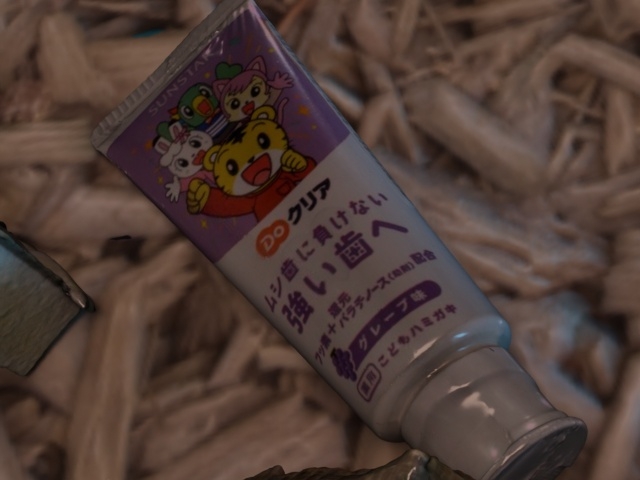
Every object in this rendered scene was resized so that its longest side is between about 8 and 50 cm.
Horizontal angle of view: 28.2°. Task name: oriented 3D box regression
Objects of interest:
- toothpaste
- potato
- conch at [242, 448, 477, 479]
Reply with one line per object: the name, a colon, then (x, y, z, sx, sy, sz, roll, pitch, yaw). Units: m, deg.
toothpaste: (0.000, 0.000, 0.592, 0.114, 0.073, 0.299, -45, 59, 6)
potato: (-0.166, 0.013, 0.592, 0.086, 0.122, 0.061, 39, 84, 28)
conch: (0.007, 0.173, 0.476, 0.245, 0.163, 0.178, -8, 62, 28)
